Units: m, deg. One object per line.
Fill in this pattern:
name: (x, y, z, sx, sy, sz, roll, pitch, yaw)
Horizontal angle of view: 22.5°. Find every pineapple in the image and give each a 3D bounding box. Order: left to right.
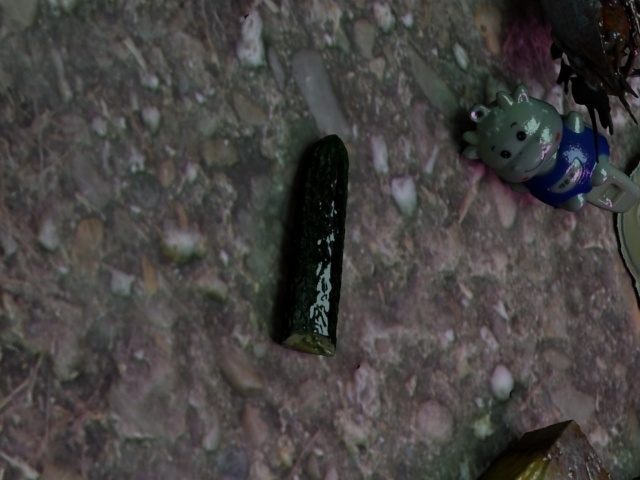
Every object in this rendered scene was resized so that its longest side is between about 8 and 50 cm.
pineapple: (0.239, 0.283, 1.658, 0.236, 0.114, 0.186, 27, 57, -39)

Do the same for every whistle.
whistle: (0.250, -0.087, 1.717, 0.244, 0.092, 0.110, 28, 112, -30)

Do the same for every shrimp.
shrimp: (0.297, -0.221, 1.718, 0.145, 0.116, 0.343, 45, 30, -41)

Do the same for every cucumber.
cucumber: (0.000, 0.000, 1.521, 0.058, 0.052, 0.214, 28, 65, -58)

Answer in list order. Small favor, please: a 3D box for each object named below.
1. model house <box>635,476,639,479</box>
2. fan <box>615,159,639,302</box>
model house: (0.457, 0.344, 1.808, 0.166, 0.172, 0.183, -16, 95, -40)
fan: (0.466, -0.050, 1.916, 0.229, 0.011, 0.335, 39, 76, -23)
